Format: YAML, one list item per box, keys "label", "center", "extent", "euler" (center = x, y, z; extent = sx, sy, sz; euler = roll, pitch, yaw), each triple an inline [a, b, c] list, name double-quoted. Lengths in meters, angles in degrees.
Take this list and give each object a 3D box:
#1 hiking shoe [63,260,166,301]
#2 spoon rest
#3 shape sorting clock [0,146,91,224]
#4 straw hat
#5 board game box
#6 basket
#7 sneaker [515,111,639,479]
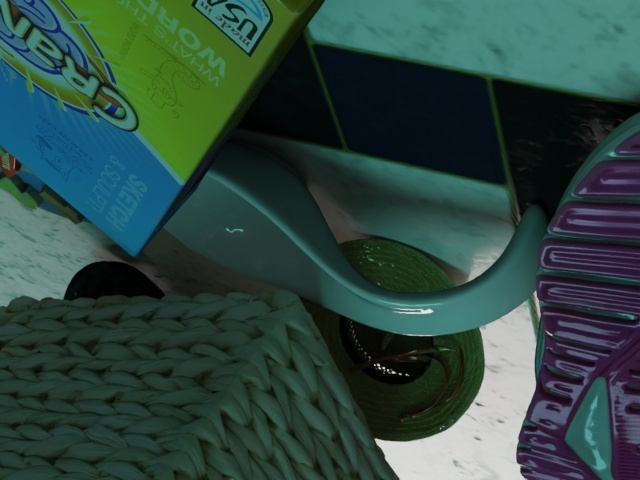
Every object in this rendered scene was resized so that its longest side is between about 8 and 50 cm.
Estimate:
- label: "hiking shoe"
  center: [-0.109, 0.135, 1.257]
  extent: [0.113, 0.132, 0.304]
  euler: [-30, 108, 12]
- label: "spoon rest"
  center: [0.000, 0.000, 0.934]
  extent: [0.276, 0.084, 0.137]
  euler: [11, 151, 27]
- label: "shape sorting clock"
  center: [-0.208, -0.076, 1.025]
  extent: [0.206, 0.040, 0.206]
  euler: [20, 154, 10]
- label: "straw hat"
  center: [0.048, 0.063, 1.030]
  extent: [0.145, 0.144, 0.061]
  euler: [18, -164, 15]
- label: "board game box"
  center: [-0.131, -0.137, 0.756]
  extent: [0.242, 0.064, 0.316]
  euler: [40, 153, -2]
- label: "basket"
  center: [-0.120, 0.235, 1.022]
  extent: [0.328, 0.266, 0.331]
  euler: [-3, 125, 41]
- label: "sneaker"
  center: [0.163, 0.024, 0.816]
  extent: [0.103, 0.111, 0.252]
  euler: [15, 131, 5]
